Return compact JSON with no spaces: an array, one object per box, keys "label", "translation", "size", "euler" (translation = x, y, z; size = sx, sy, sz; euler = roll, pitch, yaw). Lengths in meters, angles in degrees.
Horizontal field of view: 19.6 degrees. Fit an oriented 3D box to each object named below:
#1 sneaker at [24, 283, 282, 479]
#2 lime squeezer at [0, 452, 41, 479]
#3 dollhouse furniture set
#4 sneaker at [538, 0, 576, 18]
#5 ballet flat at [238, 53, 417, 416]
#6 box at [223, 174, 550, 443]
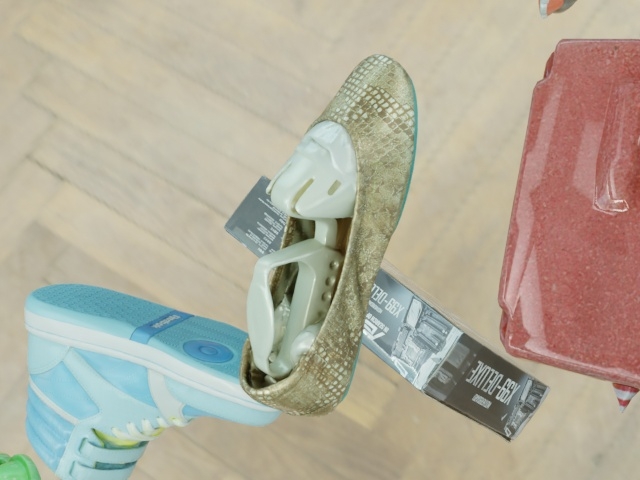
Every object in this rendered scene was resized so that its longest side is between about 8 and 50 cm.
[{"label":"sneaker","translation":[-0.173,0.180,1.910],"size":[0.319,0.127,0.208],"euler":[18,108,30]},{"label":"lime squeezer","translation":[-0.226,0.154,1.168],"size":[0.310,0.110,0.058],"euler":[17,87,22]},{"label":"dollhouse furniture set","translation":[0.149,0.130,0.648],"size":[0.152,0.201,0.374],"euler":[9,87,26]},{"label":"sneaker","translation":[0.159,-0.167,1.083],"size":[0.065,0.158,0.061],"euler":[-4,87,4]},{"label":"ballet flat","translation":[0.000,0.000,0.997],"size":[0.073,0.067,0.206],"euler":[23,107,48]},{"label":"box","translation":[0.072,0.073,1.944],"size":[0.307,0.242,0.076],"euler":[39,93,32]}]
